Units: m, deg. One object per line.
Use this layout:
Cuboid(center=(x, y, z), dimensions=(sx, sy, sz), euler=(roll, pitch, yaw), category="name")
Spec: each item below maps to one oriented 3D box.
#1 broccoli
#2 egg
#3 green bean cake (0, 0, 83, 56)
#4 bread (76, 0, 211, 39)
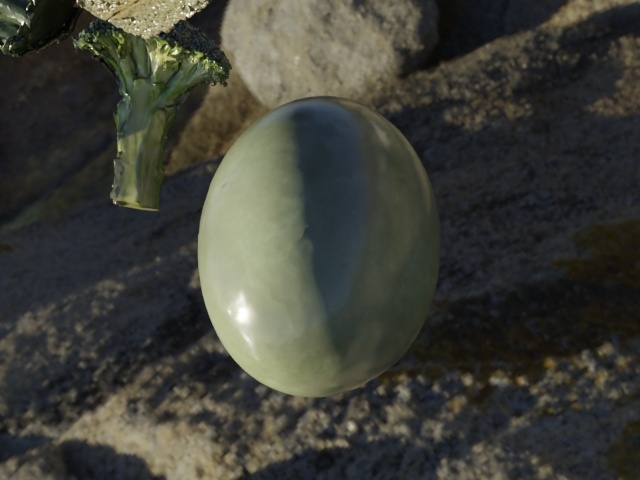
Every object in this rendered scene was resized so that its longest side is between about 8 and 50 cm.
Cuboid(center=(-0.287, -0.232, 1.939), dimensions=(0.252, 0.361, 0.221), euler=(-17, 19, -25), category="broccoli")
Cuboid(center=(0.000, 0.000, 1.151), dimensions=(0.258, 0.258, 0.352), euler=(-16, 43, 27), category="egg")
Cuboid(center=(-0.444, -0.427, 1.713), dimensions=(0.241, 0.132, 0.255), euler=(-58, 5, 24), category="green bean cake")
Cuboid(center=(-0.169, -0.334, 1.194), dimensions=(0.337, 0.102, 0.183), euler=(6, 74, 64), category="bread")
